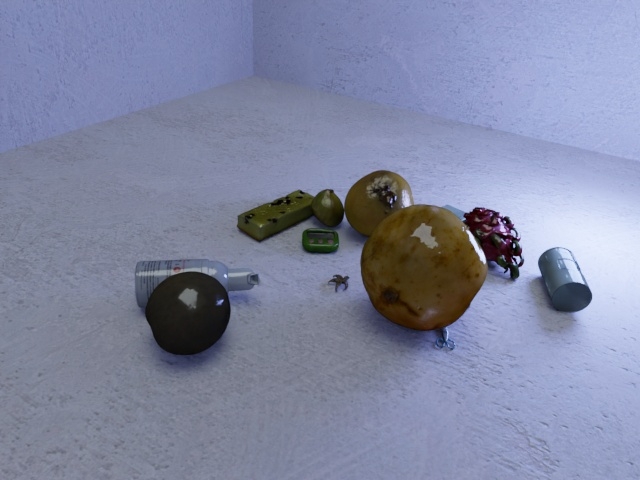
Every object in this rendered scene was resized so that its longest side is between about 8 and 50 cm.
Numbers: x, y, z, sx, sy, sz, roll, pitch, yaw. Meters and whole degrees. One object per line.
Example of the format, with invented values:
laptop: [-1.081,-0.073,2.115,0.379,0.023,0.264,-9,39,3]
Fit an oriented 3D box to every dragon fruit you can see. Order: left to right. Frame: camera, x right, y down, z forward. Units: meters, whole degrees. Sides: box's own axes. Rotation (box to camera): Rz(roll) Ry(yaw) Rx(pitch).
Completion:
dragon fruit: [0.637,-0.005,1.916,0.272,0.198,0.218,28,30,32]

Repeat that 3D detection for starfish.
starfish: [0.067,0.139,1.778,0.078,0.028,0.091,-13,30,-22]

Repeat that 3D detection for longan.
longan: [-0.371,0.204,1.452,0.248,0.248,0.248,3,31,-2]

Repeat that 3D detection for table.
table: [0.827,0.130,1.781,0.126,0.126,0.220,7,32,6]

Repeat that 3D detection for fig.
fig: [0.029,-0.127,2.113,0.120,0.153,0.136,-32,5,21]

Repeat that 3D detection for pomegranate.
pomegranate: [0.319,0.066,1.595,0.410,0.410,0.410,3,31,-2]

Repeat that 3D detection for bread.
bread: [-0.158,-0.111,2.113,0.138,0.077,0.361,28,39,32]

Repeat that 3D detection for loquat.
loquat: [0.233,-0.137,2.012,0.274,0.275,0.275,3,31,-2]

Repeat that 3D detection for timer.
timer: [0.000,0.000,1.980,0.140,0.047,0.128,2,33,-3]

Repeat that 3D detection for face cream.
face cream: [-0.378,0.131,1.636,0.369,0.145,0.145,-1,32,-10]

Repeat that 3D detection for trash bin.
trash bin: [0.552,-0.094,2.181,0.116,0.059,0.130,-20,37,-36]

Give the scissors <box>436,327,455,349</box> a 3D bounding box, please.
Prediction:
scissors: [0.378,0.284,1.586,0.058,0.014,0.119,8,35,4]
